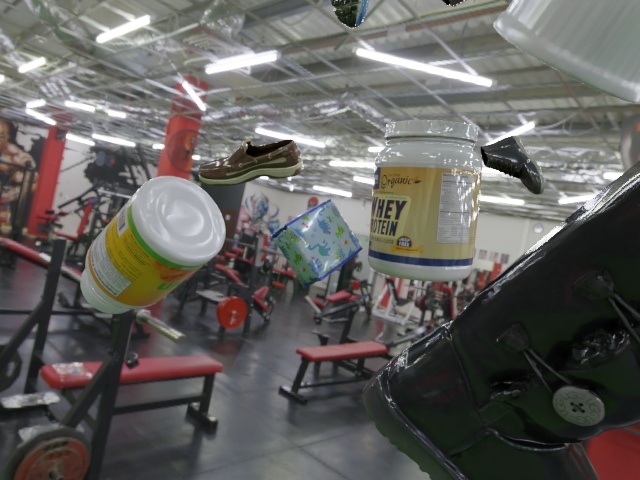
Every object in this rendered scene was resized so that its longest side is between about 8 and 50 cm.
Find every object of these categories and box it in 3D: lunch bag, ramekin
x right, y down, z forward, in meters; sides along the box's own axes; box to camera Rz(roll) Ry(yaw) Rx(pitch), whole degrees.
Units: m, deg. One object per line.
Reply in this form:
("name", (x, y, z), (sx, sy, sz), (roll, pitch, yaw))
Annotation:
("lunch bag", (0.000, 0.000, 0.899), (0.151, 0.129, 0.096), (-34, 3, -32))
("ramekin", (0.447, -0.359, 0.750), (0.276, 0.135, 0.277), (16, 38, -13))

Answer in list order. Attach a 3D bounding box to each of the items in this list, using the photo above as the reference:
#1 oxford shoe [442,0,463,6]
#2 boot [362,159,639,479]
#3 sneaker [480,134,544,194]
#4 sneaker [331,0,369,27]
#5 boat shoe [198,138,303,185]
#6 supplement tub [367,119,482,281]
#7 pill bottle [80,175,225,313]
("oxford shoe", (0.387, -0.696, 1.247), (0.271, 0.099, 0.097), (1, 32, -16))
("boot", (0.309, 0.138, 0.420), (0.366, 0.445, 0.146), (37, 31, -6))
("sneaker", (0.578, -0.215, 1.375), (0.118, 0.222, 0.083), (-17, -33, 0))
("sneaker", (0.064, -0.342, 0.548), (0.073, 0.162, 0.063), (0, 23, -38))
("boat shoe", (-0.174, -0.200, 1.090), (0.257, 0.095, 0.095), (-8, 37, 2))
("supplement tub", (0.224, -0.085, 0.978), (0.228, 0.317, 0.228), (3, 6, 0))
("pill bottle", (-0.267, 0.022, 0.688), (0.136, 0.137, 0.245), (12, -36, -45))
